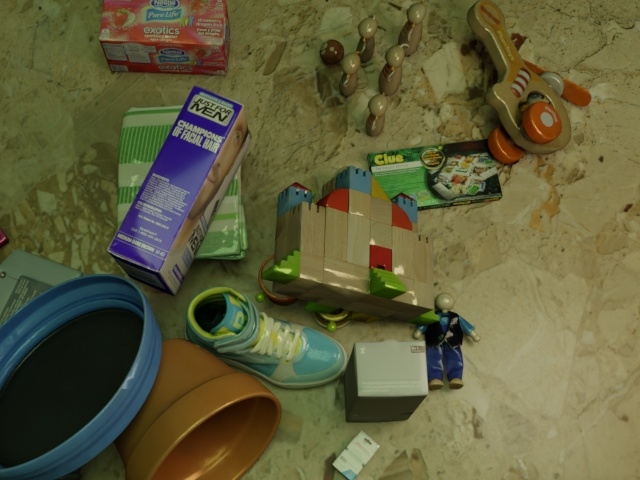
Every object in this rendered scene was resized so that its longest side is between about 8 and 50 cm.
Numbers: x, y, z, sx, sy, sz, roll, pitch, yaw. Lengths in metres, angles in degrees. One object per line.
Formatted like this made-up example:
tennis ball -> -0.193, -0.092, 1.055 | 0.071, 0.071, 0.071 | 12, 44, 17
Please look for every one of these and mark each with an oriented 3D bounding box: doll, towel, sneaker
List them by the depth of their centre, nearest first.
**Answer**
sneaker -> -0.103, 0.178, 1.583 | 0.319, 0.208, 0.127 | 12, 69, 2
doll -> 0.244, 0.191, 1.676 | 0.129, 0.046, 0.189 | -2, 64, 7
towel -> -0.271, -0.115, 1.697 | 0.248, 0.038, 0.325 | -3, 73, -2

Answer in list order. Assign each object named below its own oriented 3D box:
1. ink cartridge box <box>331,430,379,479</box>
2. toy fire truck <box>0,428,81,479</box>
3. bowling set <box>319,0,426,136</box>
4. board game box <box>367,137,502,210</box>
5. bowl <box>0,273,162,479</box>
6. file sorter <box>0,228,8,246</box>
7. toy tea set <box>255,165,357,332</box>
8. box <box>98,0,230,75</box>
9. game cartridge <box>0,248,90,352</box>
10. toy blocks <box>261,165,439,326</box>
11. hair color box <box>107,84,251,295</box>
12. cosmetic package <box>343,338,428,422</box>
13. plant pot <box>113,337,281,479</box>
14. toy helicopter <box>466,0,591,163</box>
ink cartridge box -> 0.065, 0.398, 1.607 | 0.048, 0.028, 0.083 | 40, 74, 11
toy fire truck -> -0.444, 0.428, 1.512 | 0.246, 0.158, 0.217 | 1, 70, -4
bowling set -> 0.088, -0.377, 1.811 | 0.200, 0.154, 0.287 | 18, 71, 4
board game box -> 0.235, -0.132, 1.799 | 0.259, 0.030, 0.136 | -7, 73, -5
bowl -> -0.439, 0.229, 1.464 | 0.391, 0.077, 0.391 | -18, 42, 17
file sorter -> -0.792, -0.018, 1.638 | 0.290, 0.182, 0.202 | -37, 76, -13
toy tea set -> 0.000, 0.000, 1.692 | 0.200, 0.124, 0.336 | 12, 71, 2
box -> -0.322, -0.433, 1.829 | 0.257, 0.128, 0.123 | 2, 71, -1
game cartridge -> -0.573, 0.172, 1.650 | 0.196, 0.060, 0.294 | 21, 71, 1
toy blocks -> 0.065, -0.010, 1.607 | 0.381, 0.191, 0.261 | 14, 64, -28
hair color box -> -0.245, -0.086, 1.573 | 0.110, 0.185, 0.339 | 21, 75, 6
cosmetic package -> 0.112, 0.254, 1.548 | 0.127, 0.238, 0.107 | -1, 71, -2
plant pot -> -0.241, 0.308, 1.510 | 0.291, 0.291, 0.203 | -40, 61, -14
toy helicopter -> 0.421, -0.347, 1.818 | 0.235, 0.140, 0.355 | -22, 84, -33
